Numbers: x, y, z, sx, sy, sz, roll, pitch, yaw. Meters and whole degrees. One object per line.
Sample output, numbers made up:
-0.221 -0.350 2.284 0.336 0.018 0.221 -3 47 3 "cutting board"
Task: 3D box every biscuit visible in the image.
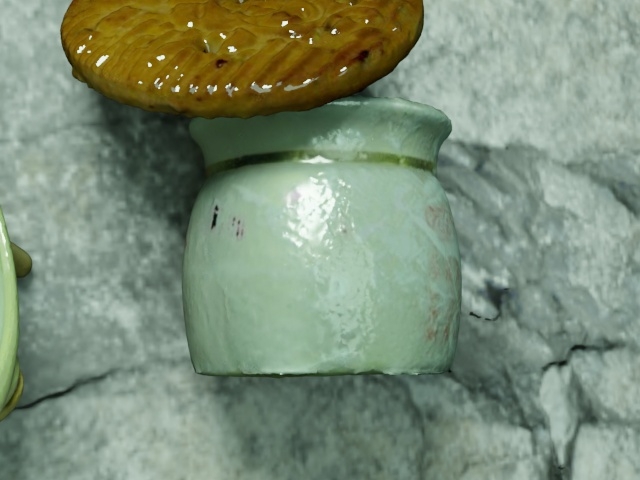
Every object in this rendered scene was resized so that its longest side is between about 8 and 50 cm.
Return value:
-0.040 -0.118 0.557 0.187 0.188 0.027 -20 130 -22 "biscuit"

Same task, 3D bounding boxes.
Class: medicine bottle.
0.000 0.000 0.576 0.147 0.147 0.143 0 84 -22 "medicine bottle"

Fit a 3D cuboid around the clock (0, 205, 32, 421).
-0.209 -0.006 0.433 0.096 0.308 0.235 -21 97 10 "clock"
